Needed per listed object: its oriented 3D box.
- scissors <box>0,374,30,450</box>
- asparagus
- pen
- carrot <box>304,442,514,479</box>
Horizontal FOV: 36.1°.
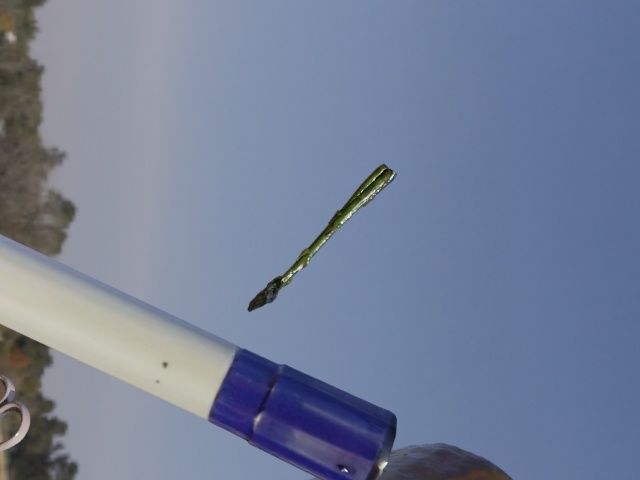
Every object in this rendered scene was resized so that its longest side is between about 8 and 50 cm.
[{"bbox_3d":[-0.525,0.295,1.396,0.118,0.242,0.030,50,-2,32],"label":"scissors"},{"bbox_3d":[0.000,0.000,1.133,0.023,0.233,0.022,42,3,-46],"label":"asparagus"},{"bbox_3d":[-0.100,0.021,0.348,0.033,0.269,0.033,24,90,-87],"label":"pen"},{"bbox_3d":[0.055,0.315,0.862,0.241,0.341,0.241,4,-83,40],"label":"carrot"}]
